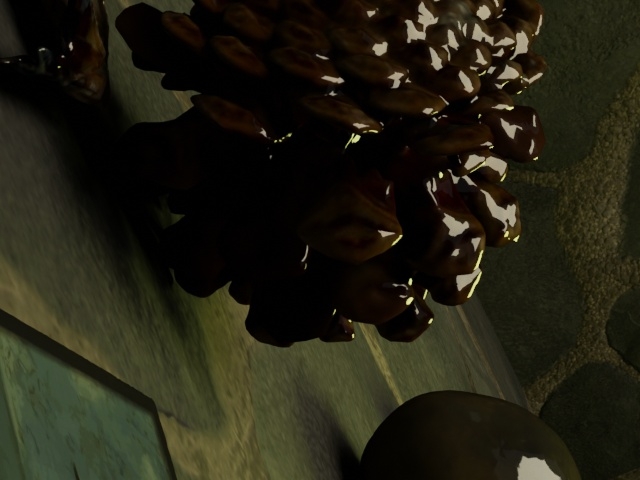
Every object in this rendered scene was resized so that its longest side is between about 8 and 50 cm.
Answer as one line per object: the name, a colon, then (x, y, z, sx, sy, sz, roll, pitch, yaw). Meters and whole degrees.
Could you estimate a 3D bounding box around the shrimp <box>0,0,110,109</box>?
shrimp: (-0.150, -0.147, 0.669, 0.289, 0.075, 0.178, -172, -120, -85)

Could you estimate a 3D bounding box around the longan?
longan: (0.115, 0.198, 1.041, 0.187, 0.167, 0.167, 35, 20, -18)

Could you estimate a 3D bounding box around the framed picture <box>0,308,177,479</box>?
framed picture: (-0.092, 0.127, 0.429, 0.347, 0.016, 0.265, 51, 17, -62)

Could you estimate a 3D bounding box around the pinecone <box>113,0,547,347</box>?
pinecone: (0.010, -0.053, 0.790, 0.264, 0.264, 0.264, -24, 90, -81)
